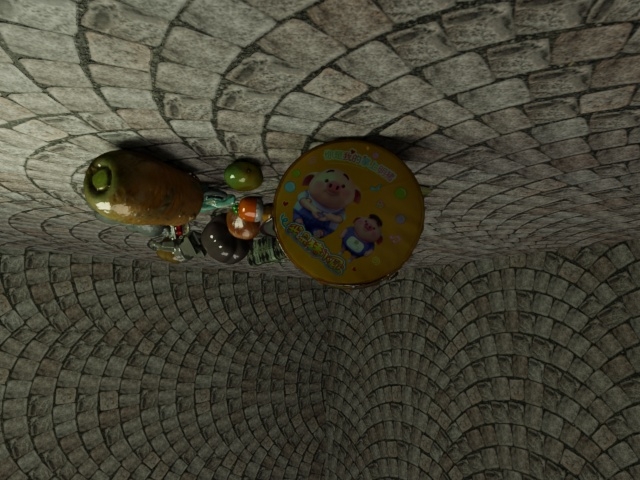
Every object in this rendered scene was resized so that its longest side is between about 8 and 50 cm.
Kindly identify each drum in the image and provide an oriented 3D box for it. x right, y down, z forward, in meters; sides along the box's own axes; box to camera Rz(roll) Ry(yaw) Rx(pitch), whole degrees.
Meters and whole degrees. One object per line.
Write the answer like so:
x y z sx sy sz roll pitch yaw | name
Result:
0.084 -0.062 1.326 0.432 0.430 0.214 0 172 5 | drum

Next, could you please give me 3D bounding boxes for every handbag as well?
-0.176 0.033 2.474 0.317 0.179 0.416 -6 173 -35 | handbag

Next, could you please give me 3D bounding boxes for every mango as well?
-0.248 -0.207 1.492 0.122 0.085 0.191 -9 178 -1 | mango

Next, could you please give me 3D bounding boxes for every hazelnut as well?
-0.337 -0.079 1.995 0.151 0.150 0.150 1 169 0 | hazelnut

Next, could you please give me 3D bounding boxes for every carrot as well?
-0.545 -0.152 1.426 0.225 0.223 0.341 -4 171 23 | carrot

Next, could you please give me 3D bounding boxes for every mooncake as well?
-0.426 -0.009 2.110 0.245 0.244 0.133 11 144 -40 | mooncake

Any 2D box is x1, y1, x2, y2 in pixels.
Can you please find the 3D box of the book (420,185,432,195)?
0.230 -0.162 1.777 0.240 0.035 0.352 4 168 -24 | book

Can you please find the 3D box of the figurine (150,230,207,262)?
-0.786 0.043 2.559 0.285 0.166 0.342 -13 144 22 | figurine

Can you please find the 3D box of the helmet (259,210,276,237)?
-0.045 -0.100 1.702 0.339 0.197 0.271 10 158 -9 | helmet

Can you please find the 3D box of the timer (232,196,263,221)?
-0.293 -0.123 1.846 0.136 0.099 0.136 -5 158 -2 | timer

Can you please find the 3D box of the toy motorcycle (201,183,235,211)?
-0.469 -0.150 1.723 0.297 0.109 0.198 -2 171 19 | toy motorcycle

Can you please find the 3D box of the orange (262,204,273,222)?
-0.175 -0.097 1.973 0.170 0.112 0.160 -22 156 36 | orange

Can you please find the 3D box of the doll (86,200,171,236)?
-0.770 -0.127 1.858 0.341 0.158 0.245 12 141 21 | doll

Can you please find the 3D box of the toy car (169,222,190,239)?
-0.689 -0.062 2.218 0.112 0.112 0.139 -10 -173 -34 | toy car
